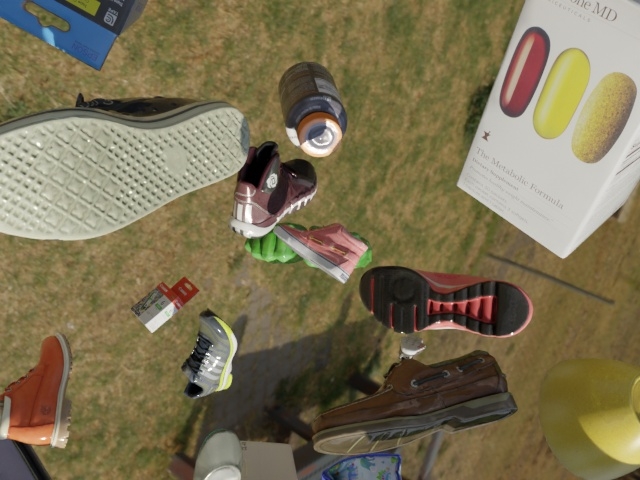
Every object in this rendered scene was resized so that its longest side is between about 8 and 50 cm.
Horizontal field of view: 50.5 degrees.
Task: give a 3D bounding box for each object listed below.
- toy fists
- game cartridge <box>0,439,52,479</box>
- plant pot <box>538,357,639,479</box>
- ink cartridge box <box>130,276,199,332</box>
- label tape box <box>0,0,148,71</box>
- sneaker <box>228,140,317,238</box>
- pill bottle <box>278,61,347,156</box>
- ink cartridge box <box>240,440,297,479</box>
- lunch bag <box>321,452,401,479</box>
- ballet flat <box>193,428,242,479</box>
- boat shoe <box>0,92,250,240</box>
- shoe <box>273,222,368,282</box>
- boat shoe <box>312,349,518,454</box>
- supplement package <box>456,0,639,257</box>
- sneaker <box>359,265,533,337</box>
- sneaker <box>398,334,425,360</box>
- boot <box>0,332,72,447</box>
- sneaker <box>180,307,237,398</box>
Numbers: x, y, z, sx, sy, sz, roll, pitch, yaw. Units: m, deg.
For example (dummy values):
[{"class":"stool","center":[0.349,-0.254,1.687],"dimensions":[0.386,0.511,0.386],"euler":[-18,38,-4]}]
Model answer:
[{"class":"toy fists","center":[-0.028,0.011,1.473],"dimensions":[0.142,0.279,0.096],"euler":[-5,101,-66]},{"class":"game cartridge","center":[-0.463,0.403,0.930],"dimensions":[0.230,0.355,0.068],"euler":[-47,151,-4]},{"class":"plant pot","center":[0.317,0.183,0.720],"dimensions":[0.134,0.134,0.095],"euler":[-40,180,-34]},{"class":"ink cartridge box","center":[-0.285,0.109,1.247],"dimensions":[0.115,0.063,0.029],"euler":[-42,137,-15]},{"class":"label tape box","center":[-0.409,-0.502,1.182],"dimensions":[0.334,0.240,0.106],"euler":[-60,-169,10]},{"class":"sneaker","center":[-0.078,-0.133,1.319],"dimensions":[0.281,0.106,0.163],"euler":[-52,155,-50]},{"class":"pill bottle","center":[-0.016,-0.271,1.425],"dimensions":[0.130,0.246,0.130],"euler":[-4,127,-6]},{"class":"ink cartridge box","center":[-0.117,0.523,1.131],"dimensions":[0.226,0.131,0.306],"euler":[-132,-131,-78]},{"class":"lunch bag","center":[0.076,0.462,1.284],"dimensions":[0.129,0.151,0.096],"euler":[90,1,-54]},{"class":"ballet flat","center":[-0.139,0.357,0.922],"dimensions":[0.072,0.068,0.213],"euler":[1,115,-33]},{"class":"boat shoe","center":[-0.319,-0.125,1.026],"dimensions":[0.500,0.156,0.187],"euler":[-27,123,-50]},{"class":"shoe","center":[0.000,0.000,1.209],"dimensions":[0.081,0.178,0.063],"euler":[-53,148,-7]},{"class":"boat shoe","center":[0.125,0.229,0.975],"dimensions":[0.307,0.104,0.111],"euler":[-5,150,-20]},{"class":"supplement package","center":[0.246,-0.131,0.623],"dimensions":[0.134,0.139,0.244],"euler":[-33,149,-33]},{"class":"sneaker","center":[0.222,0.112,1.207],"dimensions":[0.136,0.313,0.116],"euler":[4,93,-63]},{"class":"sneaker","center":[0.215,0.267,1.628],"dimensions":[0.065,0.061,0.158],"euler":[-69,166,5]},{"class":"boot","center":[-0.348,0.175,0.826],"dimensions":[0.084,0.158,0.059],"euler":[8,130,-24]},{"class":"sneaker","center":[-0.292,0.301,1.738],"dimensions":[0.121,0.111,0.300],"euler":[-30,139,-38]}]
